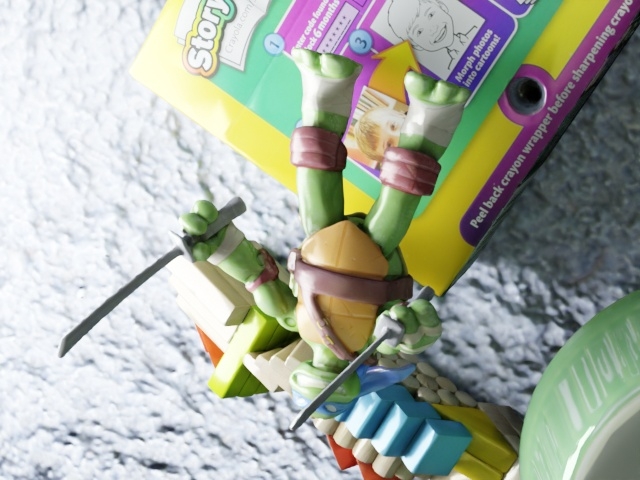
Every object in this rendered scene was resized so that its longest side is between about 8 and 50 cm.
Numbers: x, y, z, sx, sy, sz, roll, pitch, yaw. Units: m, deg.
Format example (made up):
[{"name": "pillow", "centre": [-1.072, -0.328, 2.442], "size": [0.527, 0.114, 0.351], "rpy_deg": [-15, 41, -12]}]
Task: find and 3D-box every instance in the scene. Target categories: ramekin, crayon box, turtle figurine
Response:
[{"name": "ramekin", "centre": [0.305, 0.188, 1.431], "size": [0.303, 0.148, 0.303], "rpy_deg": [1, 105, 2]}, {"name": "crayon box", "centre": [0.071, -0.193, 1.464], "size": [0.313, 0.106, 0.363], "rpy_deg": [36, 115, 7]}, {"name": "turtle figurine", "centre": [0.000, 0.000, 1.365], "size": [0.198, 0.274, 0.266], "rpy_deg": [16, 93, 53]}]

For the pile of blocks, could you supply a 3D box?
[{"name": "pile of blocks", "centre": [0.014, 0.139, 1.561], "size": [0.362, 0.149, 0.113], "rpy_deg": [32, 113, 7]}]
